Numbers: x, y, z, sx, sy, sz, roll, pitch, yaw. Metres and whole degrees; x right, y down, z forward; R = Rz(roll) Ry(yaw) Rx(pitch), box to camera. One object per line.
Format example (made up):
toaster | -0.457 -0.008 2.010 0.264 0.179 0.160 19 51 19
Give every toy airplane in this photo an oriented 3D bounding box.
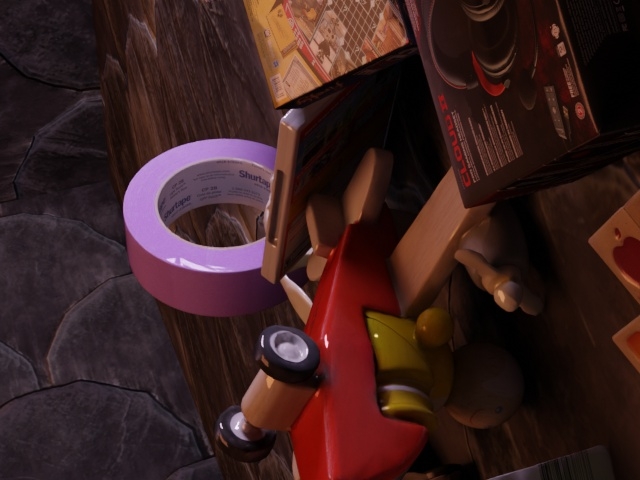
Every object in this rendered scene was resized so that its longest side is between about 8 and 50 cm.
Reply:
toy airplane | 0.078 0.094 1.346 0.386 0.272 0.384 140 154 -82

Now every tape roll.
tape roll | -0.135 -0.022 1.872 0.090 0.274 0.275 91 159 -44

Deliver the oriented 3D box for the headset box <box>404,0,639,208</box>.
headset box | 0.165 -0.157 1.021 0.293 0.110 0.218 148 108 -74

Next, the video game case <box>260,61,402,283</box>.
video game case | 0.014 -0.096 1.470 0.025 0.204 0.285 35 149 15

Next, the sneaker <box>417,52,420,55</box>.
sneaker | 0.037 -0.224 1.286 0.295 0.178 0.124 -128 29 -55

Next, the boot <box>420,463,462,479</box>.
boot | 0.157 0.349 1.474 0.338 0.118 0.223 123 137 -63

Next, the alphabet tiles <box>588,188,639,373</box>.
alphabet tiles | 0.293 0.099 0.761 0.342 0.011 0.285 53 159 11

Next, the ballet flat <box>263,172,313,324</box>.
ballet flat | 0.000 0.000 1.690 0.139 0.139 0.400 99 153 -54

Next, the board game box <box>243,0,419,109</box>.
board game box | -0.005 -0.259 1.198 0.165 0.042 0.243 -20 83 39

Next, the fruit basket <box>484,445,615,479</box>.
fruit basket | 0.135 0.371 1.114 0.165 0.353 0.327 137 118 -71
